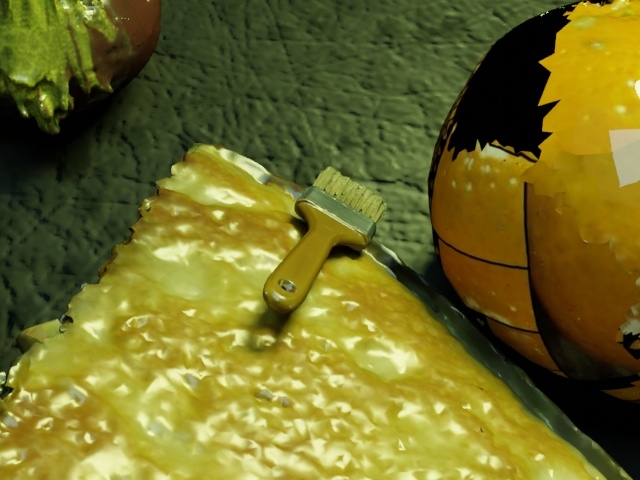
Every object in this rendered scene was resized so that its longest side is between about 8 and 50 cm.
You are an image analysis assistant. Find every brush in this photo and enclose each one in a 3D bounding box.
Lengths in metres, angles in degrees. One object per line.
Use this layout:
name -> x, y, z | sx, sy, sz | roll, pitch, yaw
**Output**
brush -> 0.000, 0.000, 0.616 | 0.043, 0.014, 0.170 | 30, 24, 2

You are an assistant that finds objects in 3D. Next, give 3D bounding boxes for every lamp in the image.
lamp -> -0.175, -0.154, 0.774 | 0.157, 0.135, 0.156 | 25, 54, 20

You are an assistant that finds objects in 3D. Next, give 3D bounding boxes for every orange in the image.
orange -> 0.170, -0.023, 0.650 | 0.234, 0.182, 0.234 | 6, 52, -8

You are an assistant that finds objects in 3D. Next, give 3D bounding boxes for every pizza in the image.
pizza -> -0.051, 0.130, 0.525 | 0.406, 0.130, 0.440 | -15, 47, -39
